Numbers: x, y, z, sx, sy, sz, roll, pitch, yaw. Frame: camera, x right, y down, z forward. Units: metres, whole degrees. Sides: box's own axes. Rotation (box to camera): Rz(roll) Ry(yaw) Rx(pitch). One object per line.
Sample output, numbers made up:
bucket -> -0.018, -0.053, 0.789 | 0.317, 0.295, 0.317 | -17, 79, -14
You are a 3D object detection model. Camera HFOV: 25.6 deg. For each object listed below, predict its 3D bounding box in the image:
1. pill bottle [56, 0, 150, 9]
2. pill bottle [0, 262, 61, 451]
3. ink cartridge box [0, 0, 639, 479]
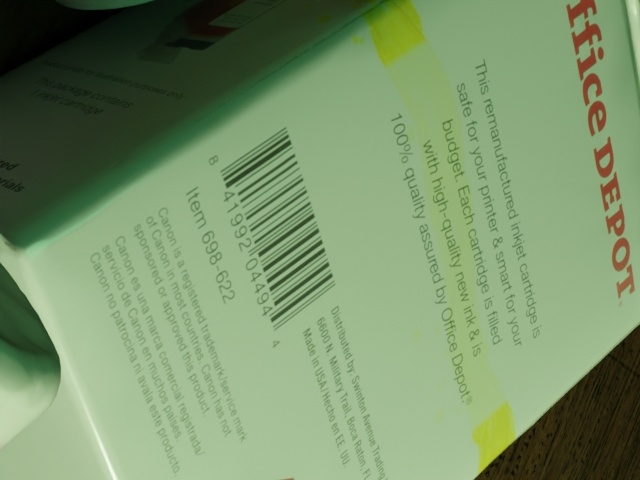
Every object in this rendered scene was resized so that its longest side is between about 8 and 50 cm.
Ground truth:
pill bottle -> -0.105, -0.215, 0.618 | 0.117, 0.117, 0.208 | -39, 129, -38
pill bottle -> -0.244, 0.089, 0.446 | 0.301, 0.169, 0.169 | -44, 136, -3
ink cartridge box -> 0.000, 0.000, 0.737 | 0.384, 0.160, 0.279 | -36, 125, -31
